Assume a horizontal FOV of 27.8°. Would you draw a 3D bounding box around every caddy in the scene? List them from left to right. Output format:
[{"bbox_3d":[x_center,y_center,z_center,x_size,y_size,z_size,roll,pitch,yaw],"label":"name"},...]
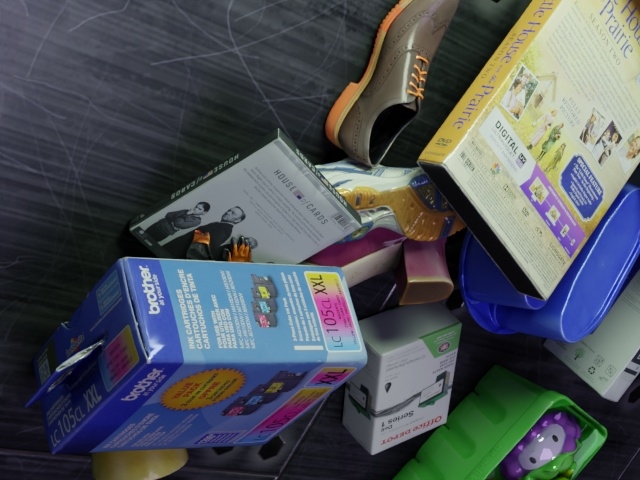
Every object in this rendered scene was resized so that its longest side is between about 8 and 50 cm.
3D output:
[{"bbox_3d":[0.352,-0.006,2.005,0.241,0.179,0.341,40,76,-39],"label":"caddy"}]

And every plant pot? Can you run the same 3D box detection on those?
[{"bbox_3d":[-0.254,0.264,1.775,0.134,0.134,0.095,-14,104,-31],"label":"plant pot"}]

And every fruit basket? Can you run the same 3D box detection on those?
[{"bbox_3d":[0.363,0.454,2.241,0.392,0.392,0.283,-49,139,3],"label":"fruit basket"}]

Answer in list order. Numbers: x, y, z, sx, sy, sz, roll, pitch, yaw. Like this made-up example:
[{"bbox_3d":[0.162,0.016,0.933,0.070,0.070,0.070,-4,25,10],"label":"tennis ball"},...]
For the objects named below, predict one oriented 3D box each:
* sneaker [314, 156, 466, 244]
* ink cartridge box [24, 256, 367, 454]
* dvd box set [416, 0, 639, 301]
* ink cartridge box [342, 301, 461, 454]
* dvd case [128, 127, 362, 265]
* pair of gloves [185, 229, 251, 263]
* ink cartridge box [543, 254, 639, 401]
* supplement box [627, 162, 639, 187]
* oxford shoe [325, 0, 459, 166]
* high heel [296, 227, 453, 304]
[{"bbox_3d":[0.085,-0.073,1.767,0.296,0.131,0.112,-1,123,-31],"label":"sneaker"},{"bbox_3d":[-0.180,0.150,1.636,0.395,0.151,0.270,5,145,-37],"label":"ink cartridge box"},{"bbox_3d":[0.338,-0.171,1.796,0.420,0.062,0.307,-54,128,-15],"label":"dvd box set"},{"bbox_3d":[0.128,0.215,2.062,0.160,0.092,0.219,-19,131,-27],"label":"ink cartridge box"},{"bbox_3d":[-0.094,-0.022,1.635,0.238,0.030,0.179,-30,126,20],"label":"dvd case"},{"bbox_3d":[-0.129,0.021,1.643,0.083,0.010,0.074,7,130,-8],"label":"pair of gloves"},{"bbox_3d":[0.549,0.102,2.266,0.065,0.165,0.333,22,107,-44],"label":"ink cartridge box"},{"bbox_3d":[0.590,-0.155,2.123,0.220,0.114,0.111,-31,137,-9],"label":"supplement box"},{"bbox_3d":[0.116,-0.220,1.704,0.096,0.098,0.271,14,113,-45],"label":"oxford shoe"},{"bbox_3d":[0.000,0.000,1.824,0.377,0.181,0.127,5,141,-21],"label":"high heel"}]
